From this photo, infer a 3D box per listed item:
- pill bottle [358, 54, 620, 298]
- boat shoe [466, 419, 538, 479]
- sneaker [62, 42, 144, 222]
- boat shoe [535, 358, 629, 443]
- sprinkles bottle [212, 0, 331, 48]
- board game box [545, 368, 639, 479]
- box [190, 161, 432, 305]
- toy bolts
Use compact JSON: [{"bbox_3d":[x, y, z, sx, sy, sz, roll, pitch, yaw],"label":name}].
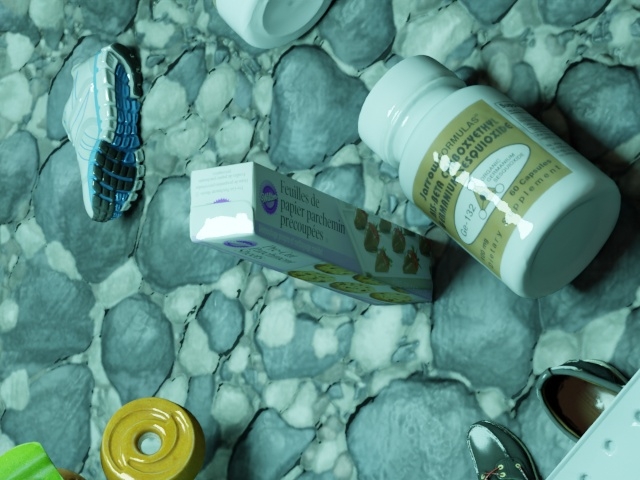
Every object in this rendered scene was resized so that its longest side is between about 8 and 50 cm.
[{"bbox_3d":[0.145,-0.064,1.695,0.229,0.131,0.131,42,104,30],"label":"pill bottle"},{"bbox_3d":[0.167,0.216,1.690,0.049,0.042,0.133,-39,63,23],"label":"boat shoe"},{"bbox_3d":[-0.234,-0.107,1.981,0.083,0.071,0.191,-12,67,36],"label":"sneaker"},{"bbox_3d":[0.280,0.182,1.605,0.233,0.079,0.084,38,100,29],"label":"boat shoe"},{"bbox_3d":[-0.131,-0.344,1.916,0.121,0.121,0.355,-51,61,15],"label":"sprinkles bottle"},{"bbox_3d":[0.357,0.282,1.489,0.390,0.050,0.390,47,119,22],"label":"board game box"},{"bbox_3d":[0.000,0.000,1.661,0.067,0.324,0.063,-8,75,28],"label":"box"},{"bbox_3d":[-0.179,0.286,1.810,0.218,0.158,0.228,-31,66,-9],"label":"toy bolts"}]
